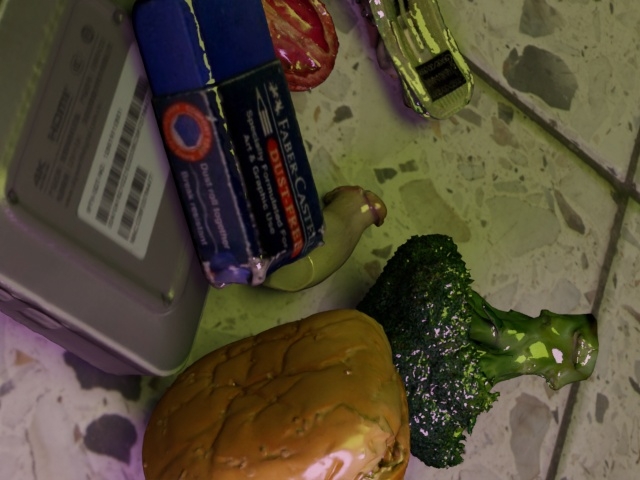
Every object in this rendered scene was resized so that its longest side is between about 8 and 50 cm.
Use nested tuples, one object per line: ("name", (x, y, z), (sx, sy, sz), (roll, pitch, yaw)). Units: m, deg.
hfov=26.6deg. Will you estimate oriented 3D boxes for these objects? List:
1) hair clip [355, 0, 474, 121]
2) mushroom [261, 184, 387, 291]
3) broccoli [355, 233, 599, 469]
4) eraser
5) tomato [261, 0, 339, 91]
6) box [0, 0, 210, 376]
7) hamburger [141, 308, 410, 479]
("hair clip", (0.104, -0.318, 1.853), (0.138, 0.091, 0.321), (-34, 109, -45))
("mushroom", (-0.001, -0.001, 1.681), (0.212, 0.097, 0.088), (-36, 88, -37))
("broccoli", (0.177, 0.139, 1.652), (0.297, 0.297, 0.298), (5, 71, -1))
("eraser", (-0.096, -0.121, 1.488), (0.155, 0.101, 0.332), (-32, 112, -52))
("tomato", (-0.072, -0.248, 1.695), (0.173, 0.099, 0.189), (43, 45, -13))
("box", (-0.246, -0.093, 1.457), (0.396, 0.111, 0.396), (38, 55, -46))
("hamburger", (-0.049, 0.203, 1.461), (0.319, 0.318, 0.158), (-50, 129, -34))
